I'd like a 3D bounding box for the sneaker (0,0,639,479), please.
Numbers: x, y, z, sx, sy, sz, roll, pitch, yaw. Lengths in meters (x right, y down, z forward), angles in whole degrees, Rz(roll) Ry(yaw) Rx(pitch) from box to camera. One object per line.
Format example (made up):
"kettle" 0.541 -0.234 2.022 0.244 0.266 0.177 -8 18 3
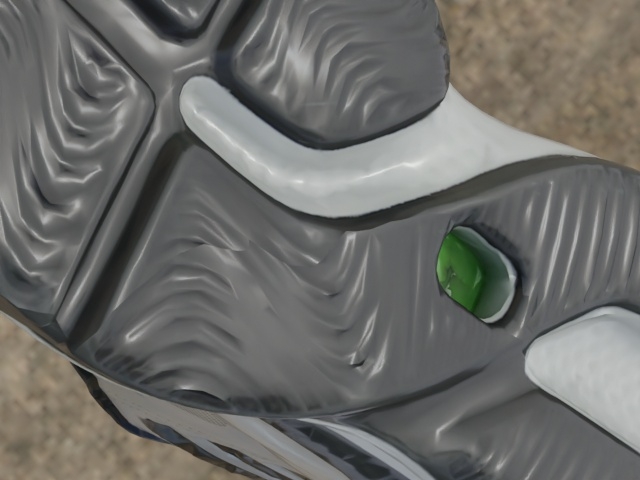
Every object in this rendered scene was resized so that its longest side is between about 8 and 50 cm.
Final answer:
"sneaker" -0.068 -0.014 0.594 0.447 0.257 0.169 39 65 -31
